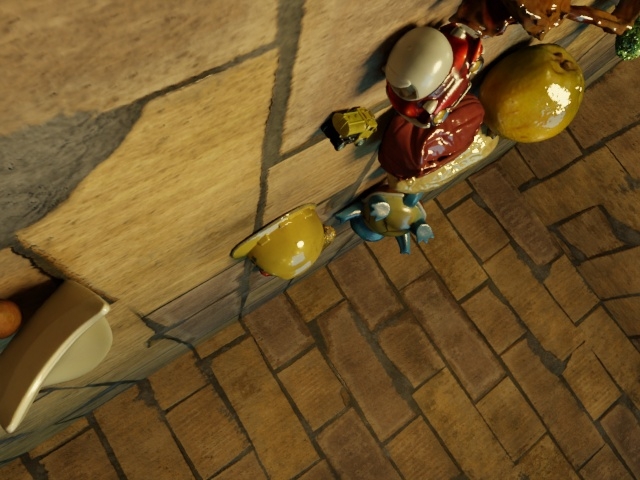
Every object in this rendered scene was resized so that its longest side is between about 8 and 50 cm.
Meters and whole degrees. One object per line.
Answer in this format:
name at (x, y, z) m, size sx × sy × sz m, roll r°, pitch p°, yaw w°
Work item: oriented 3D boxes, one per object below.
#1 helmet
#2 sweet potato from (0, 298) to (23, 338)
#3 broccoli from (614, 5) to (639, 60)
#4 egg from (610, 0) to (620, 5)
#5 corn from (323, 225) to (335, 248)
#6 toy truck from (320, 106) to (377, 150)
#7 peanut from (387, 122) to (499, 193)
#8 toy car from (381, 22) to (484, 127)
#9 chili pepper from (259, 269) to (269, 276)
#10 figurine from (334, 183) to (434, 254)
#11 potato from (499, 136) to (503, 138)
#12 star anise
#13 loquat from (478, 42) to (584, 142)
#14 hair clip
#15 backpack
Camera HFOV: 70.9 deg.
helmet at (-0.082, 0.024, 1.153) m, size 0.257 × 0.140 × 0.205 m, roll -34°, pitch 173°, yaw -17°
sweet potato at (-0.402, 0.093, 0.544) m, size 0.058 × 0.055 × 0.202 m, roll -21°, pitch 170°, yaw -17°
broccoli at (0.765, -0.485, 0.955) m, size 0.254 × 0.269 × 0.269 m, roll -46°, pitch 173°, yaw -5°
egg at (0.528, -0.433, 0.641) m, size 0.232 × 0.176 × 0.176 m, roll -31°, pitch 174°, yaw 19°
corn at (0.000, 0.000, 1.584) m, size 0.068 × 0.068 × 0.207 m, roll -30°, pitch 174°, yaw -23°
toy truck at (0.050, -0.182, 0.720) m, size 0.083 × 0.049 × 0.054 m, roll -24°, pitch 167°, yaw -43°
peanut at (0.320, -0.229, 1.203) m, size 0.313 × 0.152 × 0.152 m, roll -35°, pitch 172°, yaw 11°
toy car at (0.143, -0.238, 0.606) m, size 0.139 × 0.112 × 0.112 m, roll -46°, pitch 153°, yaw 18°
chili pepper at (-0.174, 0.091, 1.532) m, size 0.051 × 0.059 × 0.268 m, roll 4°, pitch 178°, yaw 5°
figurine at (0.216, -0.094, 1.450) m, size 0.298 × 0.242 × 0.416 m, roll 17°, pitch 146°, yaw -18°
potato at (0.571, -0.379, 1.355) m, size 0.137 × 0.137 × 0.176 m, roll -27°, pitch 168°, yaw -41°
star anise at (0.301, -0.321, 0.531) m, size 0.347 × 0.148 × 0.237 m, roll -18°, pitch 168°, yaw -29°
loquat at (0.453, -0.312, 1.008) m, size 0.214 × 0.213 × 0.246 m, roll -29°, pitch 169°, yaw -28°
hair clip at (-0.377, 0.142, 0.642) m, size 0.172 × 0.113 × 0.282 m, roll -57°, pitch -173°, yaw -17°
backpack at (0.225, -0.213, 0.903) m, size 0.229 × 0.138 × 0.229 m, roll -32°, pitch 173°, yaw -4°
